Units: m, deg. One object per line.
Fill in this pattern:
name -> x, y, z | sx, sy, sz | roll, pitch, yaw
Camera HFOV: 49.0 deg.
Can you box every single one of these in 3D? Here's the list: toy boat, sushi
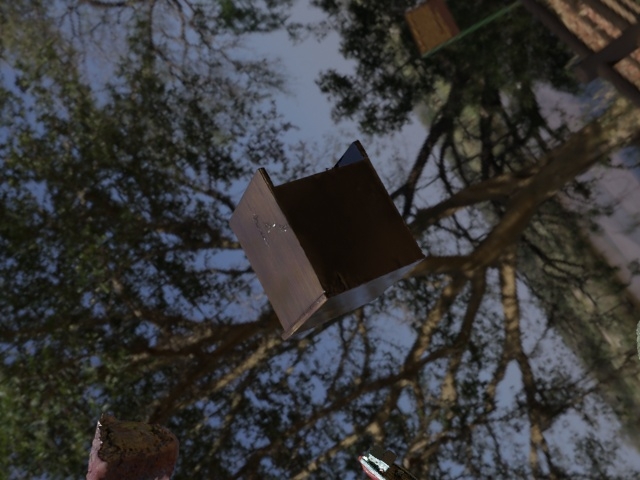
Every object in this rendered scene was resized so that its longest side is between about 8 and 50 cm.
toy boat -> 0.169, 0.537, 1.618 | 0.173, 0.058, 0.069 | 36, -149, 15
sushi -> -0.341, 0.404, 1.291 | 0.162, 0.107, 0.241 | 15, 180, -16

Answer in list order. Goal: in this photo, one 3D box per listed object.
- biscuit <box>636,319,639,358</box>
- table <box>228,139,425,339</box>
biscuit -> 0.698, 0.197, 1.425 | 0.250, 0.046, 0.147 | 74, -160, -65
table -> 0.000, 0.000, 0.978 | 0.169, 0.172, 0.193 | -21, -105, -30
